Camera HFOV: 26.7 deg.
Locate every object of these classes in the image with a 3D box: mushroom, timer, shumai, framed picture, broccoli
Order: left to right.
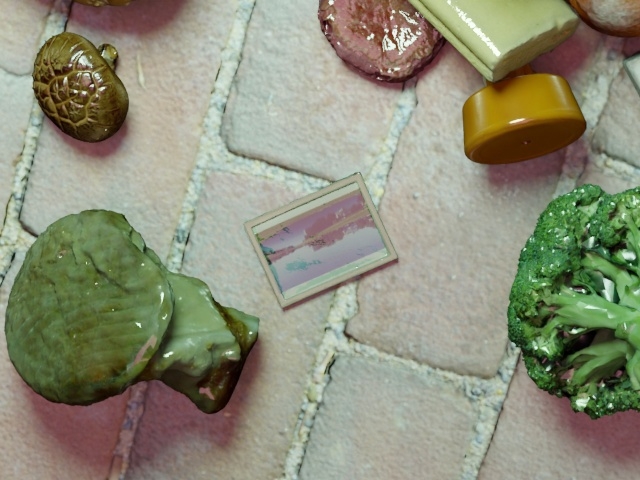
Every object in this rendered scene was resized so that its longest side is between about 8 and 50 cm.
[{"bbox_3d":[-0.268,-0.170,1.502,0.109,0.085,0.126,-45,87,12],"label":"mushroom"},{"bbox_3d":[-0.215,0.094,1.532,0.272,0.204,0.222,38,101,35],"label":"shumai"},{"bbox_3d":[0.000,0.000,1.539,0.149,0.011,0.109,-24,96,9],"label":"framed picture"},{"bbox_3d":[0.204,-0.174,1.448,0.132,0.132,0.152,-13,75,8],"label":"timer"},{"bbox_3d":[0.327,0.072,1.394,0.270,0.270,0.270,-5,113,-12],"label":"broccoli"}]

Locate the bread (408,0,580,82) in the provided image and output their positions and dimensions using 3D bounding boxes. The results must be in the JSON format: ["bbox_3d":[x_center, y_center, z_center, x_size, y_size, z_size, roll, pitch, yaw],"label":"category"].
[{"bbox_3d":[0.166,-0.253,1.403,0.178,0.139,0.060,50,146,22],"label":"bread"}]

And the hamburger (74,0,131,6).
[{"bbox_3d":[-0.227,-0.368,1.422,0.286,0.146,0.243,-13,106,24],"label":"hamburger"}]

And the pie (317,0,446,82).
[{"bbox_3d":[0.071,-0.250,1.476,0.153,0.038,0.153,1,97,6],"label":"pie"}]

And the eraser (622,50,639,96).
[{"bbox_3d":[0.461,-0.114,1.428,0.174,0.095,0.270,-29,94,10],"label":"eraser"}]

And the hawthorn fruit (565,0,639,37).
[{"bbox_3d":[0.329,-0.291,1.381,0.173,0.173,0.173,1,99,6],"label":"hawthorn fruit"}]
